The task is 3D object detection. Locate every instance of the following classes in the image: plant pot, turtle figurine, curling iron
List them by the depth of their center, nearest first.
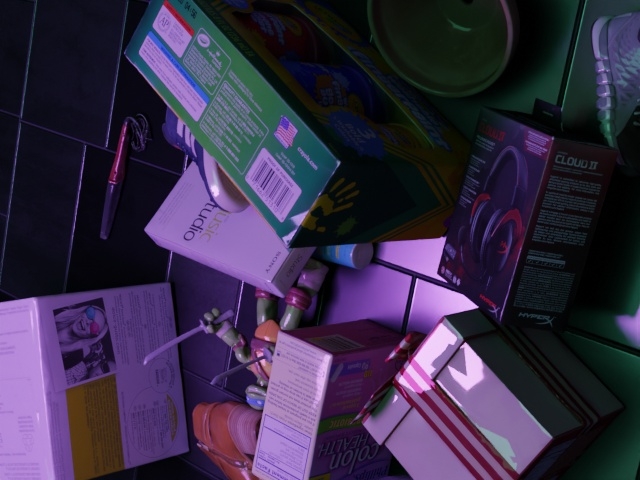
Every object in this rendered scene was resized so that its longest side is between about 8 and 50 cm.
[{"bbox_3d":[0.196,-0.340,1.688,0.237,0.110,0.237,19,130,24],"label":"plant pot"},{"bbox_3d":[-0.111,0.139,1.915,0.266,0.274,0.198,-71,16,-10],"label":"turtle figurine"},{"bbox_3d":[-0.400,-0.124,2.279,0.068,0.035,0.274,37,114,33],"label":"curling iron"}]

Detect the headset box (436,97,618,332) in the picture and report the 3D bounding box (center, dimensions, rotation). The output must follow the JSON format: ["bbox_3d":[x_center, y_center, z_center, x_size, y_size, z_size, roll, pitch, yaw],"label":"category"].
[{"bbox_3d":[0.286,-0.049,1.595,0.218,0.110,0.293,-135,56,-64],"label":"headset box"}]

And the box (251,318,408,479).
[{"bbox_3d":[0.023,0.265,1.817,0.117,0.213,0.243,21,105,38],"label":"box"}]

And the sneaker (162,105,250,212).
[{"bbox_3d":[-0.200,-0.170,1.981,0.148,0.131,0.350,-34,48,28],"label":"sneaker"}]

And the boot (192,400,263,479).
[{"bbox_3d":[-0.135,0.421,2.035,0.220,0.109,0.284,-1,111,52],"label":"boot"}]

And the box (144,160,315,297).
[{"bbox_3d":[-0.125,-0.054,1.959,0.322,0.058,0.232,20,70,37],"label":"box"}]

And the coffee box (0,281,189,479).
[{"bbox_3d":[-0.494,0.272,2.180,0.337,0.334,0.338,-8,88,39],"label":"coffee box"}]

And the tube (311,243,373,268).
[{"bbox_3d":[0.000,0.000,1.941,0.207,0.052,0.080,17,92,45],"label":"tube"}]

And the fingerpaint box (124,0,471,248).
[{"bbox_3d":[-0.016,-0.200,1.729,0.445,0.371,0.163,50,121,28],"label":"fingerpaint box"}]

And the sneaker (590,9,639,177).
[{"bbox_3d":[0.442,-0.206,1.528,0.132,0.086,0.229,-12,83,38],"label":"sneaker"}]

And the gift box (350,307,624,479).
[{"bbox_3d":[0.219,0.249,1.627,0.258,0.255,0.276,50,117,25],"label":"gift box"}]
